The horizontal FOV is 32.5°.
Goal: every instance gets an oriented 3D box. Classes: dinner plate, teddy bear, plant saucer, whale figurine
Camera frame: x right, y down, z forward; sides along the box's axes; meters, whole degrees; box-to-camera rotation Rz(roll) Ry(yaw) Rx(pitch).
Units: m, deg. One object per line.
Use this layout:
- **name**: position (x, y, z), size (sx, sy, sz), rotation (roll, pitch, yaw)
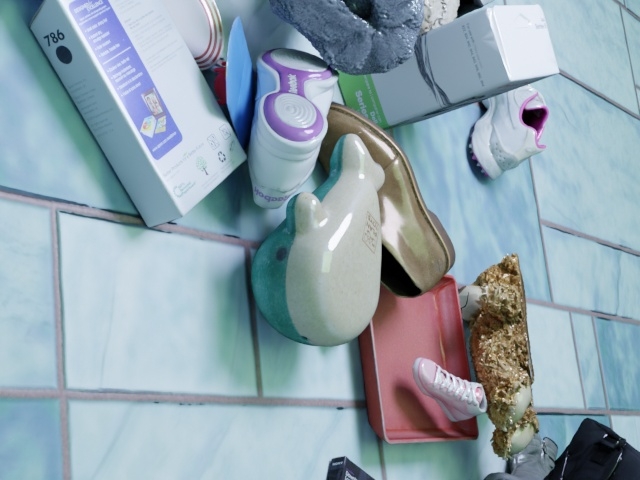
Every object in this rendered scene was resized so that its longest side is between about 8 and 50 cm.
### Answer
- **dinner plate**: position (-0.175, -0.282, 1.399), size (0.141, 0.017, 0.141), rotation (26, 56, -46)
- **teddy bear**: position (0.272, 0.175, 1.715), size (0.245, 0.113, 0.337), rotation (62, 23, -61)
- **plant saucer**: position (0.134, 0.169, 1.617), size (0.258, 0.048, 0.259), rotation (11, 67, -52)
- **whale figurine**: position (0.000, 0.000, 1.397), size (0.216, 0.141, 0.271), rotation (45, 53, -51)

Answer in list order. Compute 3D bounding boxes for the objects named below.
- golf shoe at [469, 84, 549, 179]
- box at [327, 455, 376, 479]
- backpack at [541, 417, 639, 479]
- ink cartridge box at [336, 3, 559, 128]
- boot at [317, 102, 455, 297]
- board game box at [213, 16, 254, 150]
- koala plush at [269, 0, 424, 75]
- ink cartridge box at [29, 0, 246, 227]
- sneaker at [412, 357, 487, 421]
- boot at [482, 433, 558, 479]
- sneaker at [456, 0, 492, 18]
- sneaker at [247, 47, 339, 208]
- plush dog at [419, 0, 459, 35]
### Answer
- **golf shoe**: position (0.364, -0.245, 2.024), size (0.115, 0.140, 0.306), rotation (43, 44, -34)
- **box**: position (0.042, 0.377, 1.422), size (0.116, 0.029, 0.162), rotation (45, 45, -36)
- **backpack**: position (0.372, 0.486, 1.576), size (0.356, 0.290, 0.273), rotation (-38, 129, -11)
- **ink cartridge box**: position (0.195, -0.259, 1.677), size (0.198, 0.273, 0.114), rotation (-20, 93, -55)
- **boot**: position (0.073, -0.056, 1.540), size (0.305, 0.112, 0.115), rotation (54, 39, -5)
- **board game box**: position (-0.116, -0.195, 1.390), size (0.168, 0.033, 0.133), rotation (76, 17, -59)
- **koala plush**: position (0.034, -0.348, 1.525), size (0.203, 0.196, 0.221), rotation (51, 8, -33)
- **ink cartridge box**: position (-0.217, -0.196, 1.265), size (0.332, 0.065, 0.165), rotation (64, 36, -17)
- **sneaker**: position (0.192, 0.210, 1.579), size (0.134, 0.070, 0.051), rotation (49, 44, -30)
- **boot**: position (0.321, 0.372, 1.787), size (0.246, 0.083, 0.161), rotation (32, 40, -43)
- **sneaker**: position (0.261, -0.510, 1.998), size (0.127, 0.182, 0.315), rotation (57, 8, -35)
- **sneaker**: position (-0.051, -0.156, 1.461), size (0.114, 0.152, 0.305), rotation (17, 32, -3)
- **plush dog**: position (0.170, -0.430, 1.772), size (0.262, 0.211, 0.225), rotation (30, 57, -46)
